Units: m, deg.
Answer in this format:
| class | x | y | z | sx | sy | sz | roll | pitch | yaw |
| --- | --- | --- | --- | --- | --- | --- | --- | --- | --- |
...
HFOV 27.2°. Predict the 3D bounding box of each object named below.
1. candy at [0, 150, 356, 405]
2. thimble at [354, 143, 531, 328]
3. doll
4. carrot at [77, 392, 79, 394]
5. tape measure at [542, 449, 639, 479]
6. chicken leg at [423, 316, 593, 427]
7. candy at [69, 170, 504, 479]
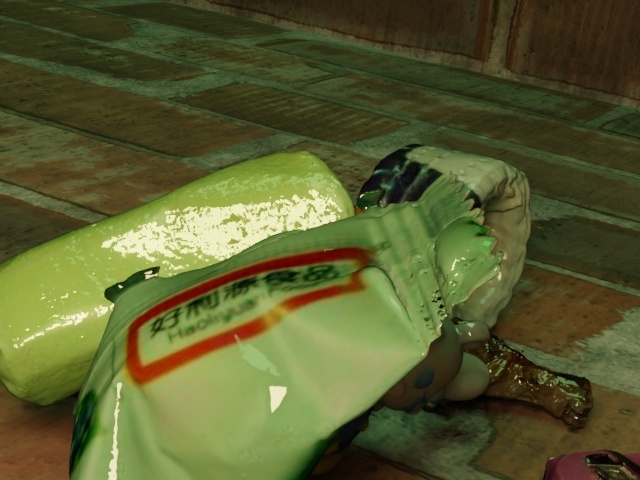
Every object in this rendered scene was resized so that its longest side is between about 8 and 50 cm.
| class | x | y | z | sx | sy | sz | roll | pitch | yaw |
| --- | --- | --- | --- | --- | --- | --- | --- | --- | --- |
| candy | -0.133 | 0.033 | 1.166 | 0.344 | 0.142 | 0.132 | -23 | 56 | -8 |
| thimble | 0.144 | -0.003 | 1.548 | 0.150 | 0.237 | 0.237 | 19 | 21 | 32 |
| doll | 0.031 | 0.111 | 1.224 | 0.311 | 0.242 | 0.159 | 17 | 36 | -55 |
| carrot | -0.187 | 0.054 | 1.361 | 0.159 | 0.159 | 0.225 | 11 | 16 | 10 |
| tape measure | 0.252 | 0.227 | 1.154 | 0.118 | 0.074 | 0.125 | 3 | 17 | -14 |
| chicken leg | 0.186 | 0.141 | 1.402 | 0.196 | 0.080 | 0.125 | 14 | 28 | -8 |
| candy | -0.037 | 0.097 | 0.976 | 0.172 | 0.398 | 0.263 | 49 | 11 | -26 |
